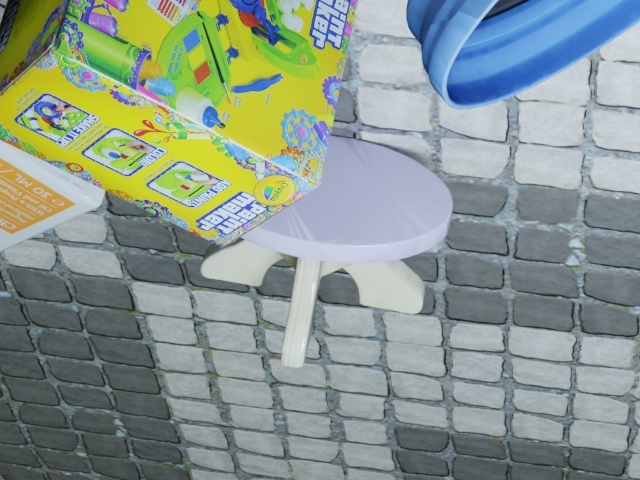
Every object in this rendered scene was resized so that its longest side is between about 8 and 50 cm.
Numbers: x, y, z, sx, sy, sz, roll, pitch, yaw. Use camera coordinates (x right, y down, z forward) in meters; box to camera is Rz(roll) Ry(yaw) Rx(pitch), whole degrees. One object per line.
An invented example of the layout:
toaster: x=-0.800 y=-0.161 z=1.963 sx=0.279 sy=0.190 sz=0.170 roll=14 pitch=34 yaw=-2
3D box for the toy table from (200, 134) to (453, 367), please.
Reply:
toy table: x=0.000 y=0.000 z=2.202 sx=0.274 sy=0.252 sz=0.161 roll=18 pitch=136 yaw=13

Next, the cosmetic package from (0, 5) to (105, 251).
cosmetic package: x=-0.449 y=-0.093 z=2.255 sx=0.230 sy=0.161 sz=0.453 roll=32 pitch=145 yaw=-31

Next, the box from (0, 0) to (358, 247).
box: x=-0.131 y=-0.197 z=1.835 sx=0.279 sy=0.290 sz=0.177 roll=27 pitch=147 yaw=-24

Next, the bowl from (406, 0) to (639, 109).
bowl: x=0.234 y=-0.255 z=1.591 sx=0.077 sy=0.391 sz=0.391 roll=55 pitch=151 yaw=13
